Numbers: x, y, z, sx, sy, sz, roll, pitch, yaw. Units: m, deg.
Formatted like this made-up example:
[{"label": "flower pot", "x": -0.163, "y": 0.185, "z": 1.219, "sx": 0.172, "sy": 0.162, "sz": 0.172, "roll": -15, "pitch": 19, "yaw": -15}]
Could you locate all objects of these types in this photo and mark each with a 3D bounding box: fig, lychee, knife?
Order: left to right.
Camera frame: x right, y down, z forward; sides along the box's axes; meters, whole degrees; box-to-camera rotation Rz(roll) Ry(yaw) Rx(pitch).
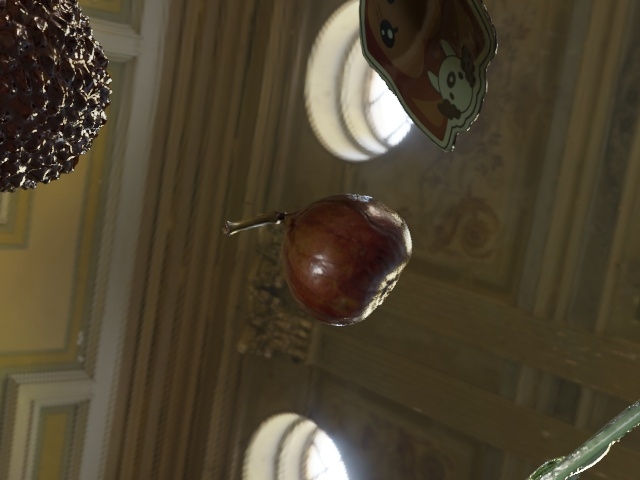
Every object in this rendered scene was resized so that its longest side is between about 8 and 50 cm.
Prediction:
[{"label": "lychee", "x": -0.370, "y": -0.187, "z": 0.981, "sx": 0.264, "sy": 0.264, "sz": 0.300, "roll": -45, "pitch": -72, "yaw": -25}, {"label": "fig", "x": 0.009, "y": 0.005, "z": 1.416, "sx": 0.204, "sy": 0.249, "sz": 0.186, "roll": -55, "pitch": -19, "yaw": 6}, {"label": "knife", "x": 0.111, "y": 0.132, "z": 0.479, "sx": 0.293, "sy": 0.020, "sz": 0.043, "roll": -44, "pitch": -22, "yaw": 17}]

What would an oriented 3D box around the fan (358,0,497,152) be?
[{"label": "fan", "x": 0.040, "y": -0.159, "z": 0.565, "sx": 0.009, "sy": 0.220, "sz": 0.132, "roll": -21, "pitch": -25, "yaw": -21}]
